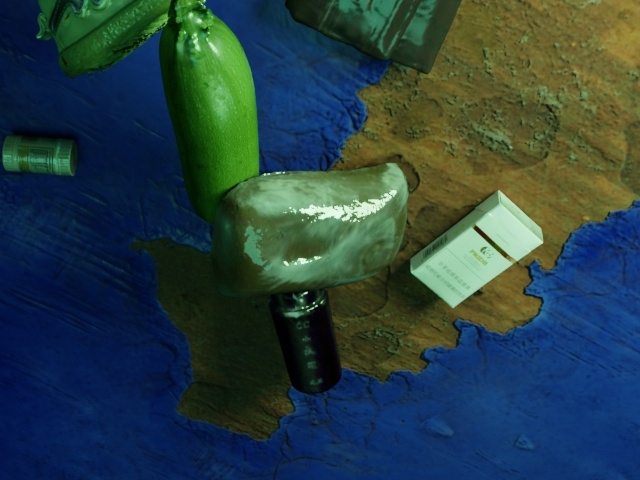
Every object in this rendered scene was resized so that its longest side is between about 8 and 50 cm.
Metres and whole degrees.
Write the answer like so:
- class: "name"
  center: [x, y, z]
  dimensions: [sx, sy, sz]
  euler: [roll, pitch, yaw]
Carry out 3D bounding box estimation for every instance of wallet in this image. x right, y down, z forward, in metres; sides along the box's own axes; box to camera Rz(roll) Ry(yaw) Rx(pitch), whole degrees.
- class: "wallet"
  center: [0.081, -0.308, 1.146]
  dimensions: [0.182, 0.049, 0.229]
  euler: [21, 122, -8]

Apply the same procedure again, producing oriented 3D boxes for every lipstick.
- class: "lipstick"
  center: [-0.031, 0.066, 1.394]
  dimensions: [0.081, 0.081, 0.299]
  euler: [-8, 118, 9]

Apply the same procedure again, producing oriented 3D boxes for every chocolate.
- class: "chocolate"
  center: [0.001, -0.001, 1.276]
  dimensions: [0.254, 0.080, 0.157]
  euler: [-8, 122, -26]

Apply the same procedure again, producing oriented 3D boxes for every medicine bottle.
- class: "medicine bottle"
  center: [-0.344, -0.105, 1.311]
  dimensions: [0.083, 0.047, 0.047]
  euler: [4, 125, 0]

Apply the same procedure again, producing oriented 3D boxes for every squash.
- class: "squash"
  center: [-0.120, -0.137, 1.191]
  dimensions: [0.101, 0.101, 0.378]
  euler: [0, 146, 3]

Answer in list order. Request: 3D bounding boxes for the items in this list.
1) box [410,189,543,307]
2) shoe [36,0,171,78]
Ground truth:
- class: "box"
  center: [0.199, 0.013, 1.369]
  dimensions: [0.084, 0.040, 0.154]
  euler: [41, 117, -20]
- class: "shoe"
  center: [-0.194, -0.272, 1.128]
  dimensions: [0.262, 0.140, 0.128]
  euler: [-37, 109, 20]
